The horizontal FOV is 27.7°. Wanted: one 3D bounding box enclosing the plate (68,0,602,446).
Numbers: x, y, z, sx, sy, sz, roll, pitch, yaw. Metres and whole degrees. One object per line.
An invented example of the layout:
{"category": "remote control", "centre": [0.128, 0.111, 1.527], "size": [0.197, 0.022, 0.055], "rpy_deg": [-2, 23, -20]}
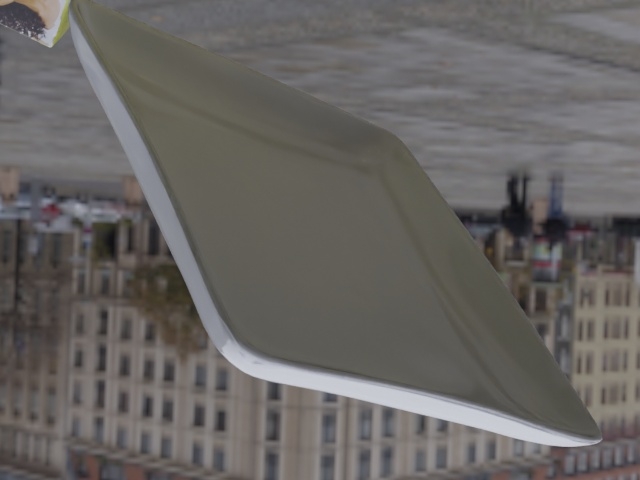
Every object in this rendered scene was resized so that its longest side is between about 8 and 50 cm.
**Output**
{"category": "plate", "centre": [0.000, 0.000, 0.716], "size": [0.277, 0.045, 0.278], "rpy_deg": [18, -149, -42]}

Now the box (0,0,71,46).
{"category": "box", "centre": [-0.320, -0.259, 1.127], "size": [0.232, 0.087, 0.058], "rpy_deg": [24, -150, -3]}
